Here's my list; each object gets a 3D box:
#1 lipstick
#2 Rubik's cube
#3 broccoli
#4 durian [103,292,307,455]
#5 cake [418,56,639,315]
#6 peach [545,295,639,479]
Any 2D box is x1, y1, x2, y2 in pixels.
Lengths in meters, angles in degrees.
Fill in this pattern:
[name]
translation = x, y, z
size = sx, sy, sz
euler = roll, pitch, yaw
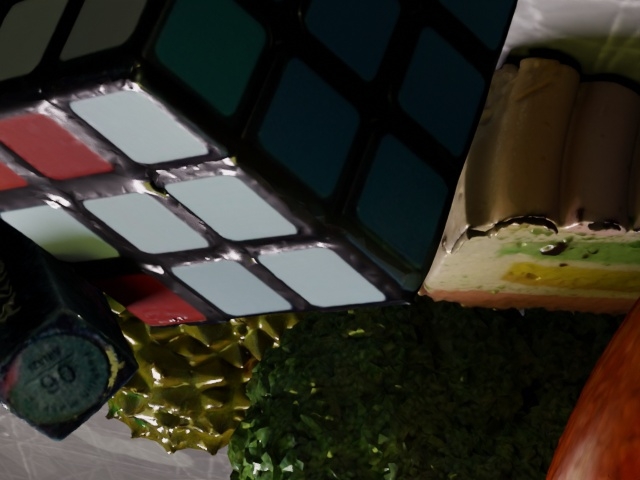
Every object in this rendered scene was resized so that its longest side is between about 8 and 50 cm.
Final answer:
[lipstick]
translation = -0.156, -0.019, 0.873
size = 0.051, 0.051, 0.312
euler = 40, -171, -35
[Rubik's cube]
translation = -0.041, -0.074, 0.739
size = 0.163, 0.160, 0.162
euler = -8, 142, 44
[broccoli]
translation = 0.105, 0.204, 0.943
size = 0.321, 0.413, 0.310
euler = -21, -171, 0
[durian]
translation = -0.070, 0.070, 1.104
size = 0.187, 0.108, 0.119
euler = 17, 155, 6
[cake]
translation = 0.159, -0.018, 0.850
size = 0.225, 0.090, 0.109
euler = 5, 155, -12
[peach]
translation = 0.258, 0.118, 0.664
size = 0.370, 0.370, 0.370
euler = 16, 154, 8
